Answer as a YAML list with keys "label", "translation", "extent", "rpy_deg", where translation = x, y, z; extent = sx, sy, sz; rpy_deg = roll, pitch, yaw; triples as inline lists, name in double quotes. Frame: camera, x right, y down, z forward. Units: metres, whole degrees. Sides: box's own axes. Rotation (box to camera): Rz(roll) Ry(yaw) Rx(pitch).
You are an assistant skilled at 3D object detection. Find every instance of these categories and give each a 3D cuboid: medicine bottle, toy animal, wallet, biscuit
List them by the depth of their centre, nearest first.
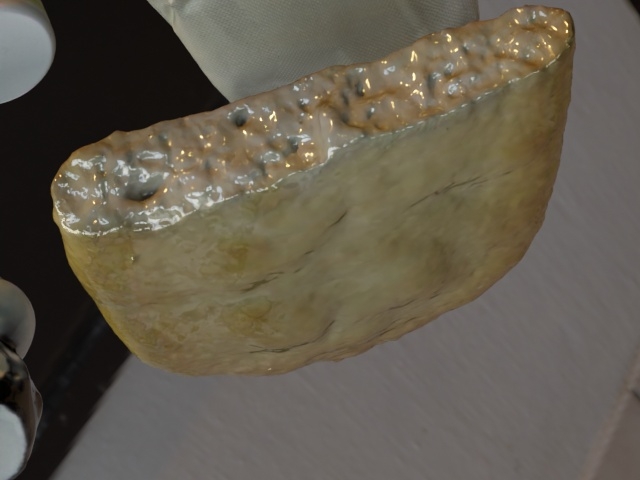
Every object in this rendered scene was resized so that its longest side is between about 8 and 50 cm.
- label: "biscuit"
  translation: [0.000, 0.001, 1.405]
  extent: [0.429, 0.446, 0.104]
  rpy_deg: [-17, 61, -9]
- label: "wallet"
  translation: [0.003, -0.237, 1.566]
  extent: [0.335, 0.275, 0.068]
  rpy_deg: [-12, 45, 14]
- label: "toy animal"
  translation: [-0.394, 0.125, 1.664]
  extent: [0.212, 0.212, 0.266]
  rpy_deg: [-31, 54, 18]
- label: "medicine bottle"
  translation: [-0.395, -0.279, 1.796]
  extent: [0.143, 0.143, 0.258]
  rpy_deg: [-37, 52, 9]
